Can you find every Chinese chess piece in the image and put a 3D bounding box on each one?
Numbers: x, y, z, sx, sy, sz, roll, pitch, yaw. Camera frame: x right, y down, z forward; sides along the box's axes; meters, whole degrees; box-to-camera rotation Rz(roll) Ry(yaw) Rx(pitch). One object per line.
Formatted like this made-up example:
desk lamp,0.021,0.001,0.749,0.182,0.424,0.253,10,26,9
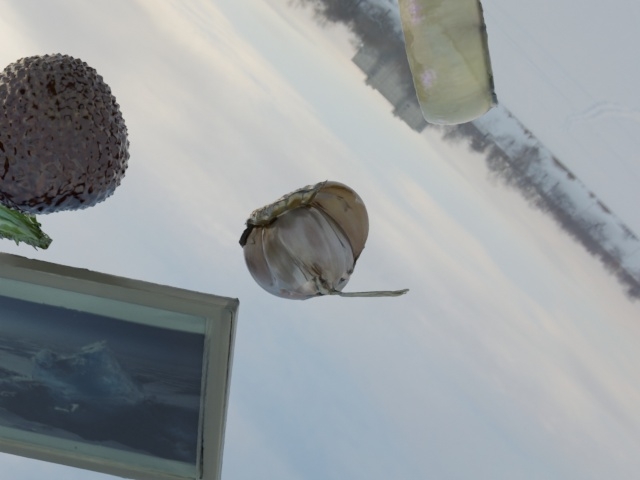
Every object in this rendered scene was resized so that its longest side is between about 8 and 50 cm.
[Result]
Chinese chess piece,0.185,-0.306,0.866,0.270,0.112,0.269,-11,-90,-74

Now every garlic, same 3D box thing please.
garlic,0.000,0.000,0.867,0.207,0.207,0.257,24,179,-44

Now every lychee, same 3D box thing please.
lychee,-0.320,-0.121,0.703,0.194,0.194,0.194,38,-159,-18

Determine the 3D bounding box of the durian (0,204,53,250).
durian,-0.555,-0.131,0.907,0.394,0.198,0.163,45,-141,-1

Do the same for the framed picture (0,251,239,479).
framed picture,-0.333,0.169,0.750,0.447,0.325,0.028,10,-152,3
